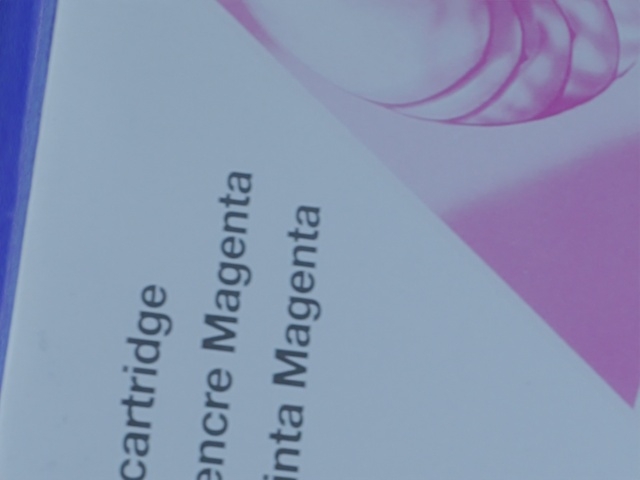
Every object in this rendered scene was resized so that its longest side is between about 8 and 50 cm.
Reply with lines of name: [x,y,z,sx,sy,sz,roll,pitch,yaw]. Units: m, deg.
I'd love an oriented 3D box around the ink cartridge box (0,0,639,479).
ink cartridge box: [0.000,0.000,0.414,0.330,0.071,0.324,8,69,-12]
